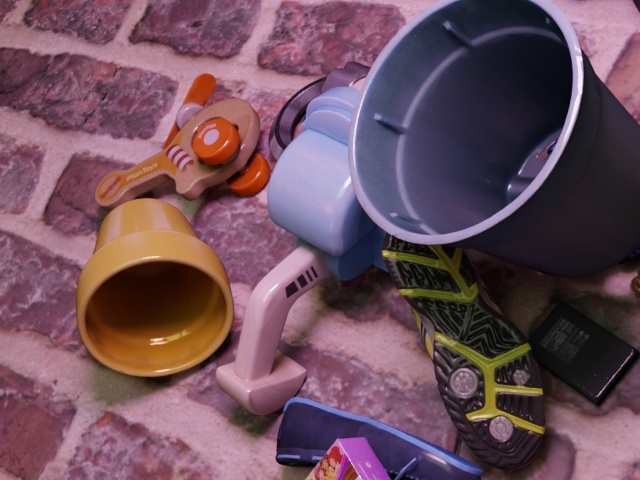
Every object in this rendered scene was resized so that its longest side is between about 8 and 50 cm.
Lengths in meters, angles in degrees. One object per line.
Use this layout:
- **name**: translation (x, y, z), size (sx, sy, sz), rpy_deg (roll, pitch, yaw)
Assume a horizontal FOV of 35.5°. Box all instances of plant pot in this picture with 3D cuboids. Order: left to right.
- **plant pot**: translation (-0.285, 0.059, 1.686), size (0.254, 0.254, 0.239), rpy_deg (-31, 37, 9)
- **plant pot**: translation (0.270, -0.111, 1.333), size (0.341, 0.334, 0.341), rpy_deg (-18, 62, 37)

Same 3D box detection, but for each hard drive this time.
- **hard drive**: translation (0.365, 0.157, 1.407), size (0.094, 0.022, 0.135), rpy_deg (-50, 52, -5)

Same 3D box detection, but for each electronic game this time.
- **electronic game**: translation (0.012, -0.211, 1.784), size (0.229, 0.048, 0.229), rpy_deg (-15, 50, 18)

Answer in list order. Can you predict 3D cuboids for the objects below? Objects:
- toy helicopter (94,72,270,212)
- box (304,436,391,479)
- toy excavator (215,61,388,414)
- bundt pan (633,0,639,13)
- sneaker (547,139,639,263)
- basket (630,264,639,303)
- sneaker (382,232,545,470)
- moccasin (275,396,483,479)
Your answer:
- **toy helicopter**: translation (-0.272, -0.162, 1.857), size (0.355, 0.140, 0.235), rpy_deg (-24, 53, 17)
- **box**: translation (0.014, 0.434, 1.334), size (0.293, 0.057, 0.201), rpy_deg (-56, 49, 26)
- **toy excavator**: translation (0.000, 0.000, 1.542), size (0.445, 0.433, 0.222), rpy_deg (-34, 47, -29)
- **bundt pan**: translation (0.625, -0.435, 1.537), size (0.331, 0.124, 0.331), rpy_deg (-12, 59, 22)
- **sneaker**: translation (0.401, -0.062, 1.474), size (0.090, 0.081, 0.232), rpy_deg (-39, 52, -3)
- **basket**: translation (0.577, 0.071, 1.274), size (0.213, 0.223, 0.299), rpy_deg (-20, 54, -15)
- **sneaker**: translation (0.219, 0.139, 1.433), size (0.145, 0.147, 0.385), rpy_deg (-24, 73, 11)
- **moccasin**: translation (0.077, 0.321, 1.421), size (0.342, 0.138, 0.117), rpy_deg (8, 71, 46)
